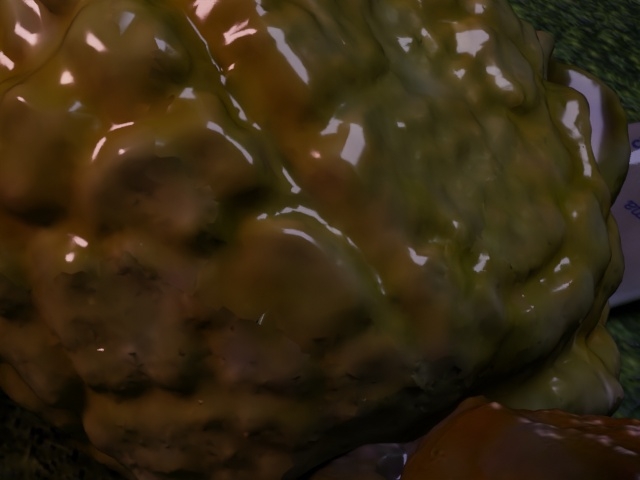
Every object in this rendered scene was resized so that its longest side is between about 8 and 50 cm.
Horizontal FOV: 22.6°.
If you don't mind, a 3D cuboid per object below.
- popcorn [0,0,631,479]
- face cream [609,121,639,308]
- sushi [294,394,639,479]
[{"bbox_3d":[0.000,0.000,0.553,0.286,0.174,0.225,20,44,-34],"label":"popcorn"},{"bbox_3d":[0.162,-0.019,0.822,0.224,0.070,0.114,-12,47,-36],"label":"face cream"},{"bbox_3d":[0.065,0.129,0.362,0.213,0.204,0.200,7,40,-23],"label":"sushi"}]
